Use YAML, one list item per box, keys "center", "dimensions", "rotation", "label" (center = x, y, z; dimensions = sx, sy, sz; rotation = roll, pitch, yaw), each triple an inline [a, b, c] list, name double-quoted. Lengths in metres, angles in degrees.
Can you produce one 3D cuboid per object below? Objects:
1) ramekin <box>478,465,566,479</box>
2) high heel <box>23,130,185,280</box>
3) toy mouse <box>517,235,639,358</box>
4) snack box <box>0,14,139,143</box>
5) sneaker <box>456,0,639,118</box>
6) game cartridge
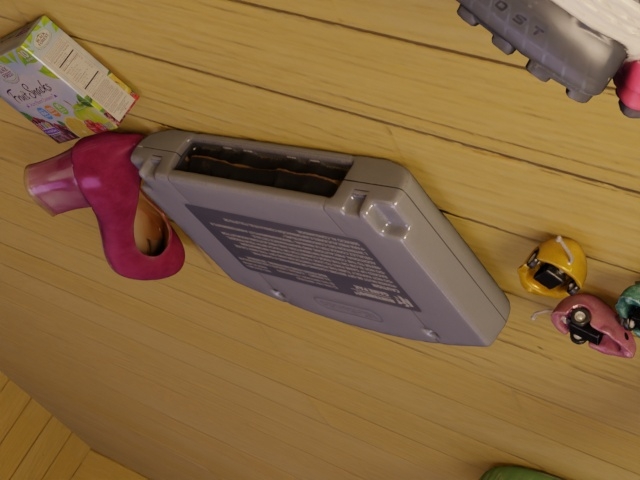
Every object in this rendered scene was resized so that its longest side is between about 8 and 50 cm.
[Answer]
- center: [0.265, 0.371, 1.370]
  dimensions: [0.303, 0.148, 0.303]
  rotation: [28, 160, 11]
  label: "ramekin"
- center: [-0.159, -0.031, 1.183]
  dimensions: [0.117, 0.082, 0.244]
  rotation: [-15, 148, 19]
  label: "high heel"
- center: [0.199, 0.046, 0.857]
  dimensions: [0.143, 0.031, 0.161]
  rotation: [32, 161, 1]
  label: "toy mouse"
- center: [-0.221, -0.129, 1.050]
  dimensions: [0.100, 0.037, 0.141]
  rotation: [42, 158, -23]
  label: "snack box"
- center: [0.042, -0.175, 0.465]
  dimensions: [0.299, 0.121, 0.112]
  rotation: [33, 132, 0]
  label: "sneaker"
- center: [0.000, 0.000, 1.013]
  dimensions: [0.297, 0.062, 0.198]
  rotation: [12, 157, 43]
  label: "game cartridge"
